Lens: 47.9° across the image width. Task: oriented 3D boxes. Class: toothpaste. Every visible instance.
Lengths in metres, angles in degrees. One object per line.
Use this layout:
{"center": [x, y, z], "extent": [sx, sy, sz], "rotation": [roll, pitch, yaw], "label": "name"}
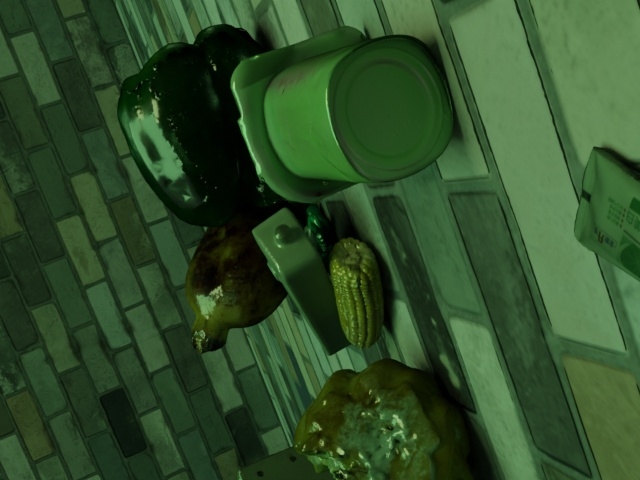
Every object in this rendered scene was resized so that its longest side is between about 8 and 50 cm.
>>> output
{"center": [0.196, 0.021, 0.350], "extent": [0.218, 0.041, 0.064], "rotation": [-127, 31, -54], "label": "toothpaste"}

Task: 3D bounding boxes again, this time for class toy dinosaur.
{"center": [0.000, 0.000, 1.043], "extent": [0.096, 0.059, 0.132], "rotation": [50, 167, 30], "label": "toy dinosaur"}

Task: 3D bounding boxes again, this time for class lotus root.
{"center": [-0.117, 0.038, 1.121], "extent": [0.170, 0.314, 0.141], "rotation": [-1, 137, 30], "label": "lotus root"}

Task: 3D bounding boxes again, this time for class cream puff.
{"center": [0.091, 0.250, 0.868], "extent": [0.221, 0.195, 0.194], "rotation": [45, 156, 30], "label": "cream puff"}

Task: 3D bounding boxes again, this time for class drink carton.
{"center": [0.026, -0.104, 0.608], "extent": [0.142, 0.146, 0.144], "rotation": [15, 127, 62], "label": "drink carton"}

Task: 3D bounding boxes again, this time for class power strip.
{"center": [-0.016, 0.069, 1.019], "extent": [0.091, 0.062, 0.385], "rotation": [56, 175, 26], "label": "power strip"}

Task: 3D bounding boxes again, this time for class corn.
{"center": [0.048, 0.072, 0.934], "extent": [0.085, 0.063, 0.165], "rotation": [44, 156, 34], "label": "corn"}

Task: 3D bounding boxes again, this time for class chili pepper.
{"center": [-0.152, -0.152, 1.026], "extent": [0.248, 0.233, 0.256], "rotation": [-86, -28, -82], "label": "chili pepper"}

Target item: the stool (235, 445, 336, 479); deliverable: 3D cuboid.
{"center": [0.025, 0.382, 1.080], "extent": [0.243, 0.270, 0.170], "rotation": [102, 144, -66], "label": "stool"}
